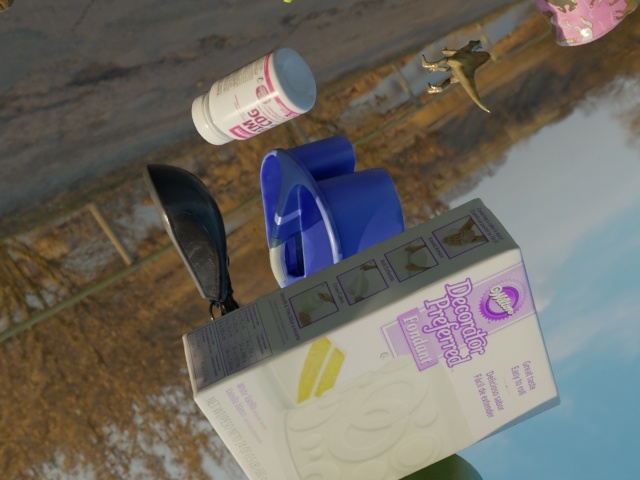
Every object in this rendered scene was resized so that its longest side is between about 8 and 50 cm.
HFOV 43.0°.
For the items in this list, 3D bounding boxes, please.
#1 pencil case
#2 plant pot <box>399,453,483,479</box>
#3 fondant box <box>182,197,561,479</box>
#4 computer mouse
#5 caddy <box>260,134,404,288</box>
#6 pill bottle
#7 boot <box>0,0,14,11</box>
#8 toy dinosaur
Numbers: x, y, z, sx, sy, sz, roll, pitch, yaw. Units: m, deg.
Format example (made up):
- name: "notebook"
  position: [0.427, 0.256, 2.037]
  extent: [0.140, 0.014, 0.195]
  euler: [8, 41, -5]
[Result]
- name: "pencil case"
  position: [0.363, -0.494, 1.306]
  extent: [0.160, 0.386, 0.167]
  euler: [-36, -158, 15]
- name: "plant pot"
  position: [0.084, 0.440, 0.959]
  extent: [0.366, 0.366, 0.353]
  euler: [-34, -153, 29]
- name: "fondant box"
  position: [0.060, 0.134, 0.834]
  extent: [0.330, 0.238, 0.096]
  euler: [-26, -143, -1]
- name: "computer mouse"
  position: [-0.158, -0.002, 1.111]
  extent: [0.072, 0.272, 0.188]
  euler: [-23, -139, -4]
- name: "caddy"
  position: [0.000, 0.000, 1.298]
  extent: [0.179, 0.241, 0.341]
  euler: [-22, 133, -21]
- name: "pill bottle"
  position: [-0.164, -0.338, 1.956]
  extent: [0.283, 0.160, 0.160]
  euler: [-19, -170, 35]
- name: "boot"
  position: [-0.657, -0.449, 1.346]
  extent: [0.262, 0.203, 0.095]
  euler: [-3, 121, -29]
- name: "toy dinosaur"
  position: [0.191, -0.240, 1.131]
  extent: [0.092, 0.053, 0.183]
  euler: [-10, -142, 17]
